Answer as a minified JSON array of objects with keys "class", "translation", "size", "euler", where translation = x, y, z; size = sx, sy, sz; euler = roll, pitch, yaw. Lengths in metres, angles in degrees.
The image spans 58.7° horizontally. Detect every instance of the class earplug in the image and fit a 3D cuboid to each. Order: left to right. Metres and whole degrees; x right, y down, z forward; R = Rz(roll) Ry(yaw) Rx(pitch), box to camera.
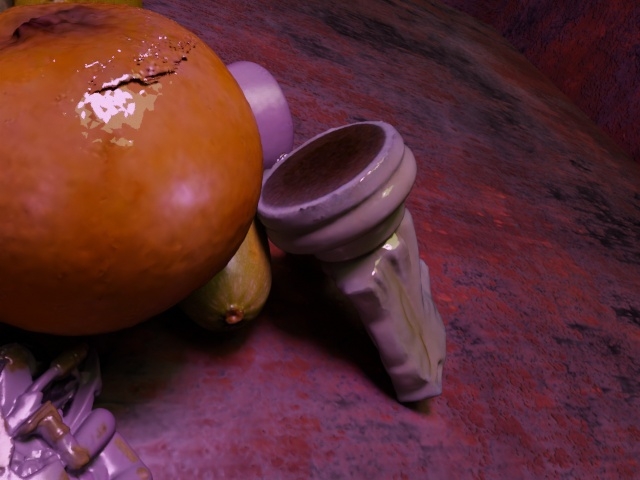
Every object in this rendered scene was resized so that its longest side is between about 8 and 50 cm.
[{"class":"earplug","translation":[-0.195,-0.113,0.662],"size":[0.301,0.172,0.172],"euler":[-21,60,-44]}]

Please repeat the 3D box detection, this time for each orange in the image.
[{"class":"orange","translation":[0.000,0.000,0.727],"size":[0.085,0.085,0.095],"euler":[28,23,-6]}]

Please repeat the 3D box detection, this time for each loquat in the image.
[{"class":"loquat","translation":[-0.174,-0.057,0.441],"size":[0.263,0.263,0.263],"euler":[21,35,-16]}]

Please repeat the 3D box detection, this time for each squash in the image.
[{"class":"squash","translation":[-0.106,0.014,0.596],"size":[0.123,0.123,0.187],"euler":[7,43,-33]}]

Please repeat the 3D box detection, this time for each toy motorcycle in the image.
[{"class":"toy motorcycle","translation":[-0.175,0.165,0.382],"size":[0.152,0.073,0.225],"euler":[24,36,-40]}]

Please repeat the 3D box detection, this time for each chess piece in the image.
[{"class":"chess piece","translation":[0.067,0.031,0.634],"size":[0.298,0.176,0.176],"euler":[59,23,-27]}]

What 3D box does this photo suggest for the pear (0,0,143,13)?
[{"class":"pear","translation":[-0.288,-0.251,0.673],"size":[0.164,0.255,0.238],"euler":[39,29,13]}]
